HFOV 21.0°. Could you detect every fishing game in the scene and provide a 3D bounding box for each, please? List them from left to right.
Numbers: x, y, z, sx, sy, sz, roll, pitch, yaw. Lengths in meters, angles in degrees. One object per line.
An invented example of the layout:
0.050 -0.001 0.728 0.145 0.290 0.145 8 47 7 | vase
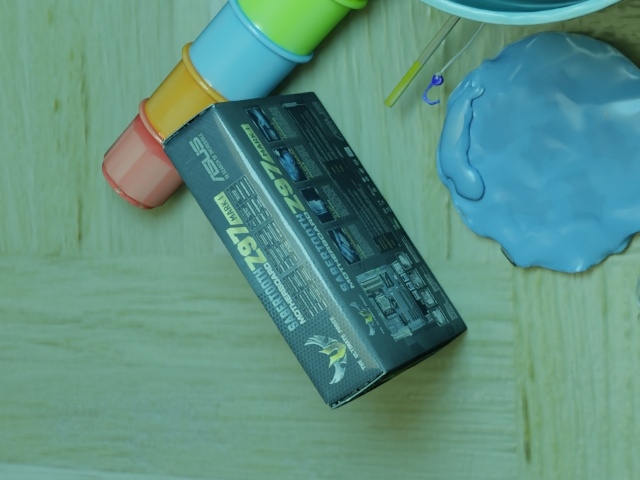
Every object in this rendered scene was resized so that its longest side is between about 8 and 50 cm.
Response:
0.179 -0.065 1.294 0.264 0.041 0.189 38 117 9 | fishing game

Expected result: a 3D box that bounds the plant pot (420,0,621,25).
0.163 -0.274 1.105 0.272 0.255 0.271 3 98 22 | plant pot

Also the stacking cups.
-0.051 -0.145 1.360 0.096 0.096 0.316 47 115 11 | stacking cups

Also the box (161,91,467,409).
0.000 0.000 1.299 0.059 0.183 0.232 -36 83 23 | box
